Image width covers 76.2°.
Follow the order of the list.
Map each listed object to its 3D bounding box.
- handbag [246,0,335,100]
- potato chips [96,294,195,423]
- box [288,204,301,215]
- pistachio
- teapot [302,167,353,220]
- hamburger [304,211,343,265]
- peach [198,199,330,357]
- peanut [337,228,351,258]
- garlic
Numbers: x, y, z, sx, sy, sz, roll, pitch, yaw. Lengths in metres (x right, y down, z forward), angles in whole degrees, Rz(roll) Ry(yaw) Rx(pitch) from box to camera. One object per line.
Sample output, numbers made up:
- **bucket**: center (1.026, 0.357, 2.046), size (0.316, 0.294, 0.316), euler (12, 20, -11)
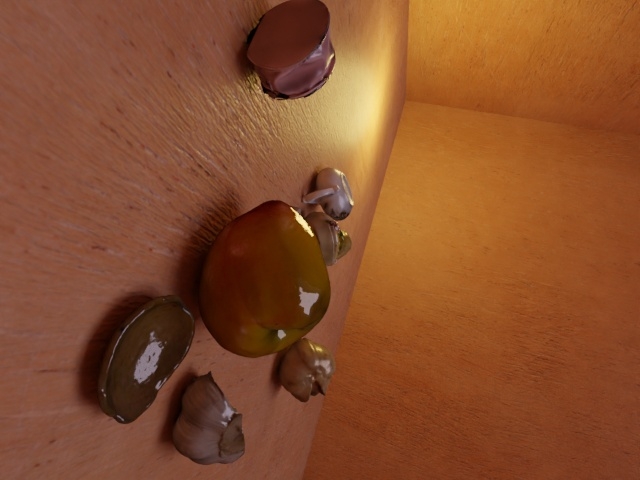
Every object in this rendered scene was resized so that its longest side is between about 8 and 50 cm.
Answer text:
- **handbag**: center (-0.056, -0.390, 0.845), size (0.116, 0.179, 0.205), euler (61, 43, -60)
- **potato chips**: center (-0.297, 0.188, 0.678), size (0.195, 0.062, 0.208), euler (-6, 111, -70)
- **box**: center (-0.126, 0.021, 1.189), size (0.149, 0.067, 0.233), euler (94, 18, -44)
- **pistachio**: center (-0.058, 0.525, 1.651), size (0.321, 0.229, 0.238), euler (99, -22, -53)
- **teapot**: center (0.036, -0.171, 1.522), size (0.298, 0.139, 0.204), euler (4, 73, -73)
- **hamburger**: center (0.000, 0.000, 1.467), size (0.116, 0.173, 0.210), euler (-33, 141, -34)
- **peach**: center (-0.120, 0.079, 0.881), size (0.289, 0.289, 0.308), euler (82, -13, -57)
- **peanut**: center (0.049, 0.023, 1.754), size (0.305, 0.147, 0.147), euler (-13, 116, -73)
- **garlic**: center (-0.261, 0.418, 0.922), size (0.143, 0.178, 0.229), euler (-32, 124, -26)
